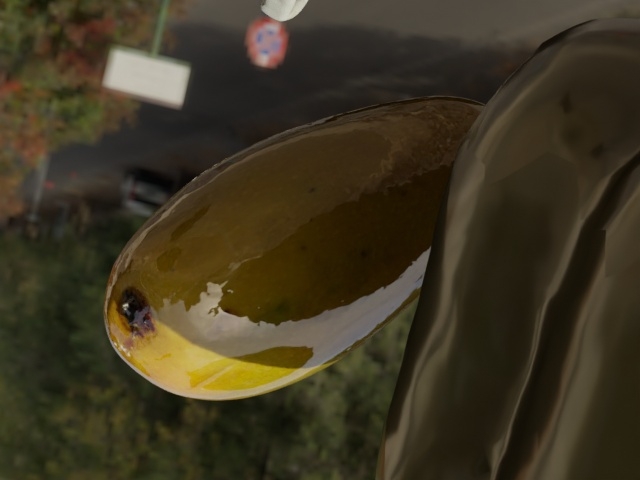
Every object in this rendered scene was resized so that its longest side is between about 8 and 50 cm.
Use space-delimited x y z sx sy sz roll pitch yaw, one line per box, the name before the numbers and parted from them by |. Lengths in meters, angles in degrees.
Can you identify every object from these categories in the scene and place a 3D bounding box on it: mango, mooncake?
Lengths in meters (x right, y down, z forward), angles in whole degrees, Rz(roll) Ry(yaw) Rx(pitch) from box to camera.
mango | 0.000 0.000 0.849 0.113 0.253 0.138 49 152 25
mooncake | 0.260 0.067 0.632 0.467 0.262 0.467 11 -164 -3

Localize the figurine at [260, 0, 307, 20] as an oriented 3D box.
figurine | 0.036 -0.345 1.527 0.143 0.308 0.308 10 171 11
